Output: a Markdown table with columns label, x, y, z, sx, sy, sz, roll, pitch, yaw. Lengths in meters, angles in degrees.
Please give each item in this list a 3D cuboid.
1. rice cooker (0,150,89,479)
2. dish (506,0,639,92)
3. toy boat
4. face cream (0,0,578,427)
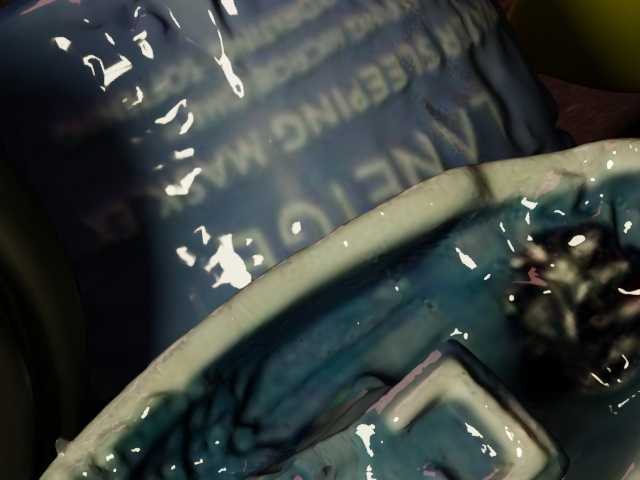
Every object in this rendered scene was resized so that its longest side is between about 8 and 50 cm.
| label | x | y | z | sx | sy | sz | roll | pitch | yaw |
| --- | --- | --- | --- | --- | --- | --- | --- | --- | --- |
| rice cooker | -0.219 | 0.035 | 0.430 | 0.264 | 0.317 | 0.316 | -17 | 2 | -31 |
| dish | 0.220 | -0.161 | 0.818 | 0.262 | 0.108 | 0.221 | -38 | -17 | -28 |
| toy boat | 0.002 | 0.076 | 0.409 | 0.309 | 0.129 | 0.142 | -41 | -3 | -13 |
| face cream | -0.026 | -0.015 | 0.610 | 0.249 | 0.225 | 0.249 | -29 | 8 | 5 |
